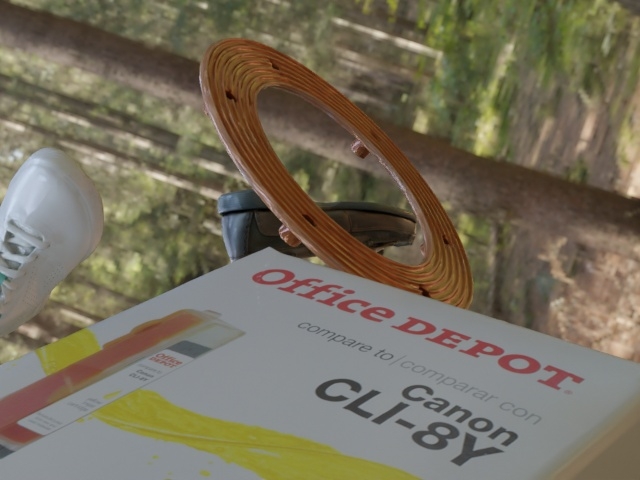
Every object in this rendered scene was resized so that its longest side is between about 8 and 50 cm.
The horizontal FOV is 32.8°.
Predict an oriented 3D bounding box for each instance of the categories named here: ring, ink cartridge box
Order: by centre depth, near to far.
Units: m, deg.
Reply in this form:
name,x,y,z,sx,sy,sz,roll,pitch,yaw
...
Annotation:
name,x,y,z,sx,sy,sz,roll,pitch,yaw
ink cartridge box,-0.061,0.159,0.489,0.384,0.279,0.161,-24,-61,-40
ring,0.015,-0.056,1.008,0.032,0.336,0.336,-42,4,24

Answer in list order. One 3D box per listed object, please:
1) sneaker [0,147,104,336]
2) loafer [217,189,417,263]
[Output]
name,x,y,z,sx,sy,sz,roll,pitch,yaw
sneaker,-0.238,0.021,0.843,0.212,0.080,0.094,-54,-2,41
loafer,0.000,0.000,1.177,0.267,0.096,0.084,6,-101,-41
